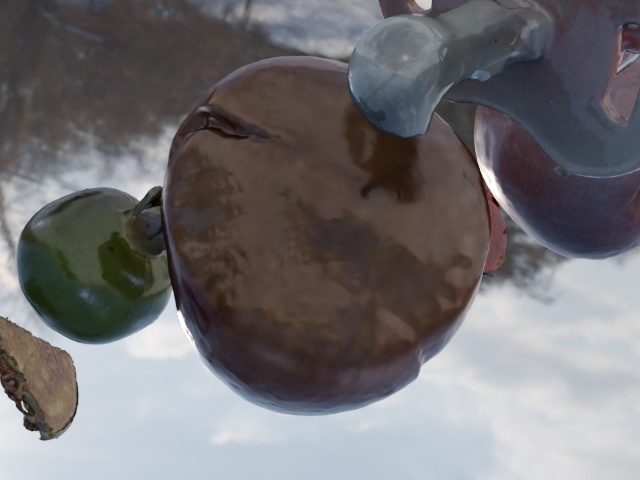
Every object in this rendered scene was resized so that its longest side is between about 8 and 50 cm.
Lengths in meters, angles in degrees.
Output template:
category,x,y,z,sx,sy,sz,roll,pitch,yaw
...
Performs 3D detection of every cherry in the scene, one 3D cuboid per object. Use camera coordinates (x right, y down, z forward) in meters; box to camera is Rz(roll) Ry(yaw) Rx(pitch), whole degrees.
category,x,y,z,sx,sy,sz,roll,pitch,yaw
cherry,0.265,-0.101,1.470,0.239,0.239,0.206,23,-134,9

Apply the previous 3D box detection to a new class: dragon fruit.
category,x,y,z,sx,sy,sz,roll,pitch,yaw
dragon fruit,0.176,0.001,1.842,0.133,0.208,0.150,-21,-113,-33

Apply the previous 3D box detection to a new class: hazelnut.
category,x,y,z,sx,sy,sz,roll,pitch,yaw
hazelnut,0.000,0.000,1.336,0.315,0.372,0.372,8,-171,-1

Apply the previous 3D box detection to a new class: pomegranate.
category,x,y,z,sx,sy,sz,roll,pitch,yaw
pomegranate,-0.233,0.022,1.491,0.179,0.179,0.210,18,160,-23

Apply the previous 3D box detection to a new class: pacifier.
category,x,y,z,sx,sy,sz,roll,pitch,yaw
pacifier,0.148,-0.175,1.112,0.332,0.273,0.220,35,177,31

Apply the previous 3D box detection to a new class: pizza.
category,x,y,z,sx,sy,sz,roll,pitch,yaw
pizza,-0.397,0.171,1.837,0.193,0.053,0.201,54,-167,-13
